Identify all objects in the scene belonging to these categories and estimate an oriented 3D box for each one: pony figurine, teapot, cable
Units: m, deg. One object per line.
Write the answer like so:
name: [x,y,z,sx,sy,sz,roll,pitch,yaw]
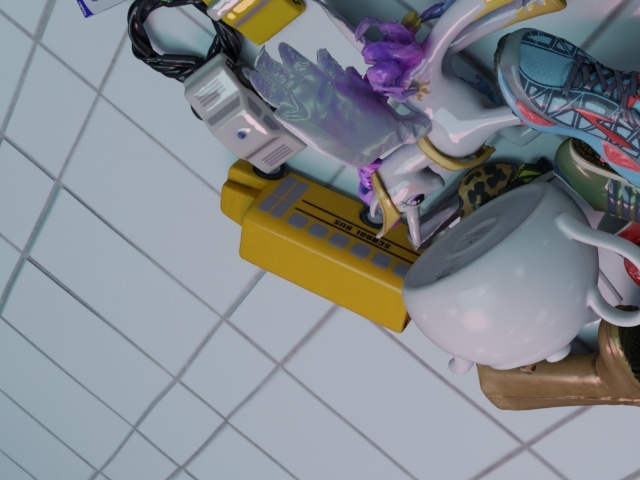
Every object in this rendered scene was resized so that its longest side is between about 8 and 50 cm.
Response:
pony figurine: [0.115,-0.180,1.285,0.363,0.303,0.351,-32,113,31]
teapot: [0.237,0.063,1.296,0.252,0.256,0.187,-37,99,4]
cable: [-0.193,-0.289,1.544,0.184,0.047,0.151,-12,123,36]

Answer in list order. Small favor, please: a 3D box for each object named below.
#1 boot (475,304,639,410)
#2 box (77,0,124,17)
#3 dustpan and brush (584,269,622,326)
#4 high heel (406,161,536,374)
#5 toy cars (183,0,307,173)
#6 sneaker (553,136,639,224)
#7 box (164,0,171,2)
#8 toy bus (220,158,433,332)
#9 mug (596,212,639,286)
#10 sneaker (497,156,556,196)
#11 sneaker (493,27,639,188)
boot: [0.330,0.173,1.503,0.269,0.089,0.236,-4,141,37]
box: [-0.282,-0.385,1.482,0.137,0.072,0.126,-12,108,40]
dustpan and brush: [0.283,0.081,1.510,0.211,0.060,0.147,-27,107,45]
high heel: [0.244,0.034,1.432,0.186,0.093,0.261,-42,78,35]
toy cars: [-0.108,-0.240,1.455,0.176,0.087,0.394,3,130,7]
sneaker: [0.345,-0.056,1.230,0.192,0.064,0.086,32,158,-3]
box: [-0.214,-0.438,1.241,0.279,0.290,0.177,20,134,19]
toy bus: [0.000,0.000,1.586,0.332,0.130,0.108,25,136,15]
mug: [0.420,0.023,1.311,0.169,0.150,0.113,39,162,-6]
sneaker: [0.257,-0.077,1.389,0.035,0.083,0.031,63,165,14]
sneaker: [0.299,-0.149,1.112,0.261,0.104,0.125,26,161,-18]
